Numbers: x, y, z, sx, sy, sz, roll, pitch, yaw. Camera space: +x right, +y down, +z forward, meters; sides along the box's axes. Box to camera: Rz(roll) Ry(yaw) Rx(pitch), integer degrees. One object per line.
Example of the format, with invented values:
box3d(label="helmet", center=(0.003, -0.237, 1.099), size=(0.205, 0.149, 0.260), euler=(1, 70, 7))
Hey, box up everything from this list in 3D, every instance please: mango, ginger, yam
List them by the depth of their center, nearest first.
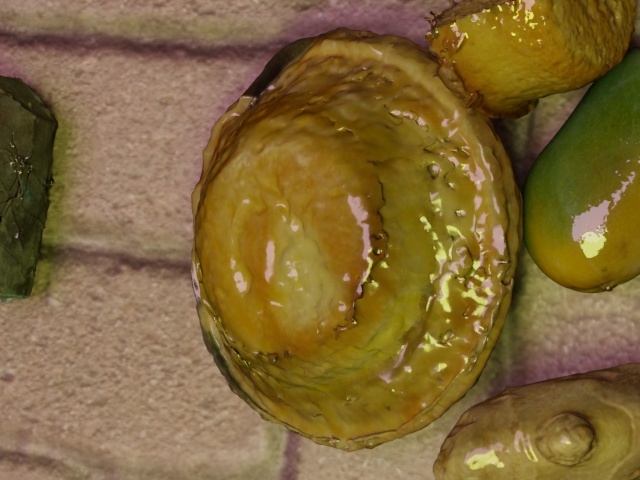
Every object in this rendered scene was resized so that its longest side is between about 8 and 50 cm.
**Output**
box3d(label="ginger", center=(0.279, 0.178, 1.744), size=(0.354, 0.190, 0.126), euler=(-14, 78, -14))
box3d(label="mango", center=(0.295, -0.068, 1.799), size=(0.156, 0.114, 0.251), euler=(29, 88, 36))
box3d(label="yam", center=(-0.408, -0.061, 2.100), size=(0.201, 0.202, 0.271), euler=(4, 89, 4))

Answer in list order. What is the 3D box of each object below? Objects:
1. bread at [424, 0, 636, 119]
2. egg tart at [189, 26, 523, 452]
box3d(label="bread", center=(0.218, -0.205, 1.774), size=(0.160, 0.260, 0.147), euler=(-15, 104, 32))
box3d(label="egg tart", center=(0.000, 0.000, 1.860), size=(0.443, 0.178, 0.443), euler=(-2, 87, 39))
